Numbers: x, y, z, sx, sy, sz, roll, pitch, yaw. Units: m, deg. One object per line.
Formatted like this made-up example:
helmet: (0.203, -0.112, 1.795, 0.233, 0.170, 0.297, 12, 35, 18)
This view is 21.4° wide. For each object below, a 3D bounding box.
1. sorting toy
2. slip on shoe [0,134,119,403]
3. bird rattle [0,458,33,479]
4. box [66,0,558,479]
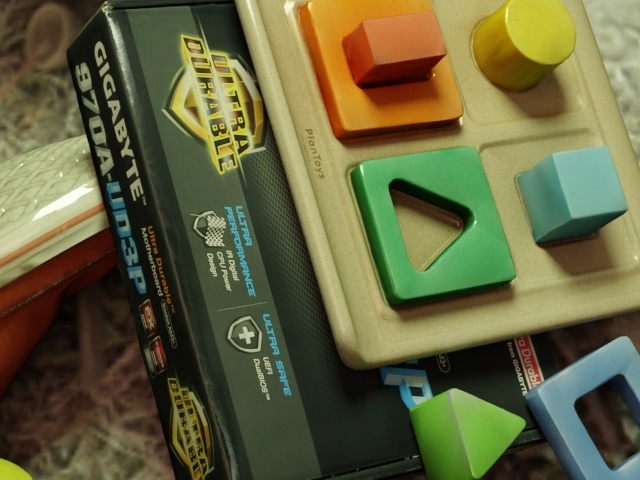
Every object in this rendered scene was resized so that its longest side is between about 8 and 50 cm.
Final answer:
sorting toy: (0.069, -0.049, 0.736, 0.196, 0.047, 0.348, -9, 75, -32)
slip on shoe: (-0.186, 0.059, 0.767, 0.331, 0.123, 0.101, -39, 113, -10)
bird rattle: (-0.127, 0.183, 0.717, 0.253, 0.143, 0.207, 30, 114, -28)
box: (0.000, 0.000, 0.737, 0.175, 0.051, 0.220, -8, 75, -32)
